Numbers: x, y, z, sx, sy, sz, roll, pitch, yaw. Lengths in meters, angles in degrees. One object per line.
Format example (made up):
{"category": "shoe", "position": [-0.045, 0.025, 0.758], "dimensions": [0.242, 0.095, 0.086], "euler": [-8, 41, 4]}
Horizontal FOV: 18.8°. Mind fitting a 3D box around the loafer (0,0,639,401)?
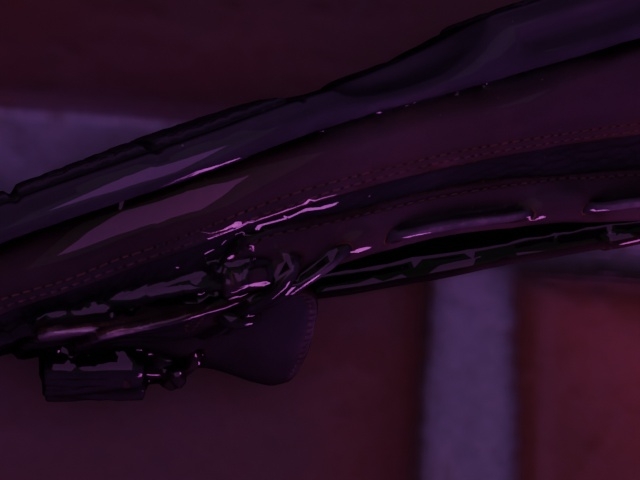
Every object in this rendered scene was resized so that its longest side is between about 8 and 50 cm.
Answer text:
{"category": "loafer", "position": [0.000, 0.000, 0.586], "dimensions": [0.302, 0.109, 0.095], "euler": [-21, 92, -13]}
